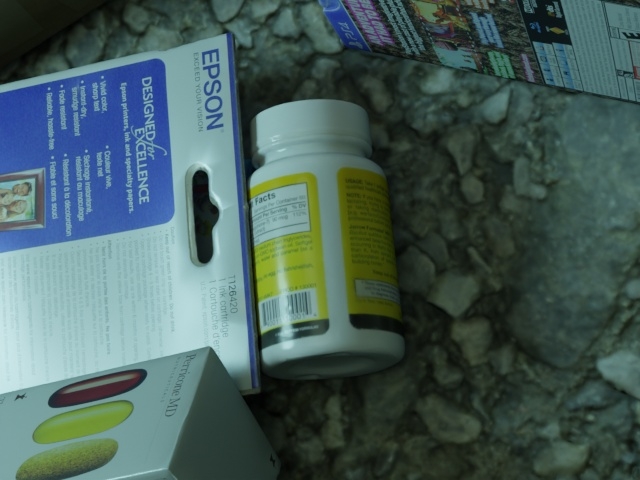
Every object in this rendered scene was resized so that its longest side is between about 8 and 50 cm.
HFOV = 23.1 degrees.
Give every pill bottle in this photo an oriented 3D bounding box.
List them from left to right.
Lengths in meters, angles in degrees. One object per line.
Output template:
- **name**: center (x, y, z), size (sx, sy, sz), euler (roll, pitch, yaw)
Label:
- **pill bottle**: center (0.000, 0.000, 1.257), size (0.119, 0.119, 0.208), euler (-9, 74, 13)

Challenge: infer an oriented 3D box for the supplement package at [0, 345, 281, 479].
- **supplement package**: center (-0.174, 0.193, 1.200), size (0.244, 0.134, 0.139), euler (-15, 33, 21)

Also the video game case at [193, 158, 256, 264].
- **video game case**: center (-0.145, -0.022, 1.356), size (0.166, 0.015, 0.119), euler (7, 78, 16)

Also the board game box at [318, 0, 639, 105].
- **board game box**: center (0.144, -0.228, 1.217), size (0.291, 0.232, 0.141), euler (14, 79, 17)

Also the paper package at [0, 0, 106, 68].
- **paper package**: center (-0.308, -0.335, 1.399), size (0.325, 0.168, 0.309), euler (-32, 70, 6)

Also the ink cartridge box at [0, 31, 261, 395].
- **ink cartridge box**: center (-0.189, 0.005, 1.313), size (0.307, 0.072, 0.303), euler (-9, 75, 18)
